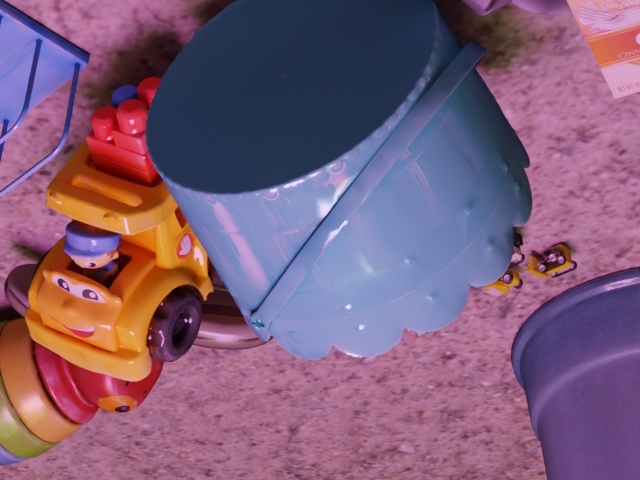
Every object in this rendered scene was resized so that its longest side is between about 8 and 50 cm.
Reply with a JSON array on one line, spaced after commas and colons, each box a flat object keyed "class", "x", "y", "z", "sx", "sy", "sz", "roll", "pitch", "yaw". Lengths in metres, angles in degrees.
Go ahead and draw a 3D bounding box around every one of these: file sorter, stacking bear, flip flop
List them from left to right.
[{"class": "file sorter", "x": -0.297, "y": -0.128, "z": 1.090, "sx": 0.118, "sy": 0.104, "sz": 0.170, "roll": -30, "pitch": 134, "yaw": 35}, {"class": "stacking bear", "x": -0.303, "y": 0.155, "z": 1.444, "sx": 0.289, "sy": 0.164, "sz": 0.175, "roll": -22, "pitch": 147, "yaw": 12}, {"class": "flip flop", "x": -0.175, "y": 0.050, "z": 1.348, "sx": 0.277, "sy": 0.112, "sz": 0.080, "roll": 8, "pitch": 117, "yaw": -4}]

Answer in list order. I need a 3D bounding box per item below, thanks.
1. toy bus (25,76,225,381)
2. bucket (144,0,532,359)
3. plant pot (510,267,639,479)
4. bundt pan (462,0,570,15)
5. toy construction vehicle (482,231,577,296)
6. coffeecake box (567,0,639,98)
[{"class": "toy bus", "x": -0.158, "y": -0.026, "z": 1.123, "sx": 0.149, "sy": 0.220, "sz": 0.211, "roll": 20, "pitch": 145, "yaw": 22}, {"class": "bucket", "x": 0.013, "y": -0.068, "z": 1.032, "sx": 0.281, "sy": 0.281, "sz": 0.183, "roll": -15, "pitch": 136, "yaw": 21}, {"class": "plant pot", "x": 0.380, "y": 0.256, "z": 1.408, "sx": 0.341, "sy": 0.334, "sz": 0.341, "roll": 1, "pitch": 145, "yaw": 1}, {"class": "bundt pan", "x": 0.143, "y": -0.269, "z": 0.864, "sx": 0.330, "sy": 0.124, "sz": 0.331, "roll": 0, "pitch": 145, "yaw": 0}, {"class": "toy construction vehicle", "x": 0.193, "y": 0.020, "z": 1.346, "sx": 0.086, "sy": 0.035, "sz": 0.098, "roll": 20, "pitch": 144, "yaw": -41}, {"class": "coffeecake box", "x": 0.216, "y": -0.185, "z": 0.813, "sx": 0.142, "sy": 0.068, "sz": 0.185, "roll": -15, "pitch": 141, "yaw": 23}]
